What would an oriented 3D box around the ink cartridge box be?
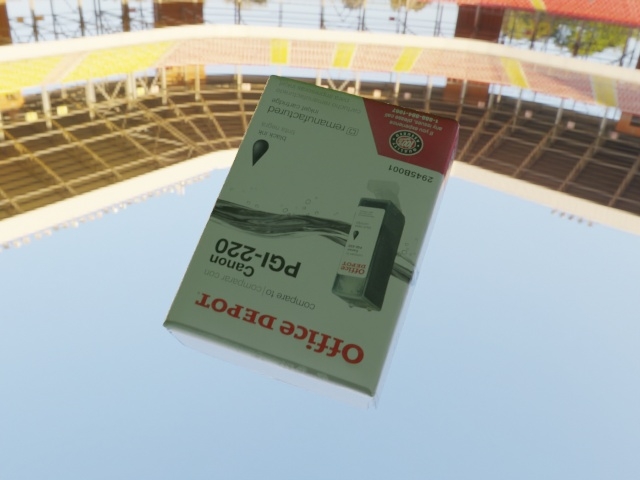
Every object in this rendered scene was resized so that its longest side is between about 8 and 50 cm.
[{"bbox_3d":[0.000,0.000,0.474,0.159,0.092,0.217,17,-106,11],"label":"ink cartridge box"}]
